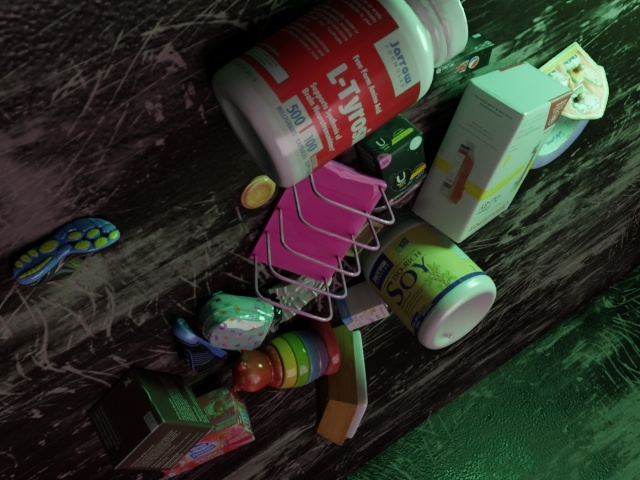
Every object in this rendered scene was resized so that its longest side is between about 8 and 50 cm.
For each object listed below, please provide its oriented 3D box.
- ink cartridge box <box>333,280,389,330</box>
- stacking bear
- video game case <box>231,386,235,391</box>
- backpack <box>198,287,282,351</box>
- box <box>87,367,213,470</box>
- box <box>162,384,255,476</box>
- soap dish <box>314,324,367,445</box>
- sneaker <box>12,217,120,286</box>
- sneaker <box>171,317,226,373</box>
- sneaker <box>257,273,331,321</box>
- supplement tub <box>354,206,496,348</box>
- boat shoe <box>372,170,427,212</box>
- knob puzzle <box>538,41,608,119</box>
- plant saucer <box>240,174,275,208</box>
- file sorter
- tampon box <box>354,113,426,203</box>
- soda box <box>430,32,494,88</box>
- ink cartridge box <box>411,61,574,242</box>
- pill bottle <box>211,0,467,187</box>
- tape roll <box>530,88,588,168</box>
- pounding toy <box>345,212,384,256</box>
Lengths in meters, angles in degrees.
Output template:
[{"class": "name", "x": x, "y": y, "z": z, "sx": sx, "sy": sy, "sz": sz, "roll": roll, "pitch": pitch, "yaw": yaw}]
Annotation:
[{"class": "ink cartridge box", "x": 0.125, "y": 0.178, "z": 1.923, "sx": 0.143, "sy": 0.090, "sz": 0.092, "roll": -22, "pitch": 148, "yaw": 7}, {"class": "stacking bear", "x": -0.106, "y": 0.327, "z": 1.843, "sx": 0.289, "sy": 0.164, "sz": 0.175, "roll": -12, "pitch": 140, "yaw": -31}, {"class": "video game case", "x": -0.338, "y": 0.505, "z": 1.930, "sx": 0.190, "sy": 0.022, "sz": 0.173, "roll": -17, "pitch": 141, "yaw": -34}, {"class": "backpack", "x": -0.191, "y": 0.188, "z": 1.588, "sx": 0.182, "sy": 0.115, "sz": 0.152, "roll": 13, "pitch": 114, "yaw": -32}, {"class": "box", "x": -0.404, "y": 0.432, "z": 1.627, "sx": 0.167, "sy": 0.168, "sz": 0.203, "roll": -45, "pitch": 148, "yaw": 7}, {"class": "box", "x": -0.320, "y": 0.502, "z": 1.785, "sx": 0.257, "sy": 0.123, "sz": 0.128, "roll": -24, "pitch": 140, "yaw": 1}, {"class": "soap dish", "x": 0.053, "y": 0.425, "z": 2.029, "sx": 0.118, "sy": 0.291, "sz": 0.229, "roll": 7, "pitch": 134, "yaw": -9}, {"class": "sneaker", "x": -0.445, "y": 0.021, "z": 1.192, "sx": 0.188, "sy": 0.067, "sz": 0.078, "roll": -32, "pitch": 169, "yaw": -18}, {"class": "sneaker", "x": -0.302, "y": 0.260, "z": 1.608, "sx": 0.090, "sy": 0.081, "sz": 0.232, "roll": -46, "pitch": 150, "yaw": -6}, {"class": "sneaker", "x": -0.073, "y": 0.131, "z": 1.699, "sx": 0.235, "sy": 0.090, "sz": 0.095, "roll": -28, "pitch": -167, "yaw": 6}, {"class": "supplement tub", "x": 0.264, "y": 0.091, "z": 1.772, "sx": 0.241, "sy": 0.331, "sz": 0.241, "roll": -28, "pitch": 146, "yaw": -21}, {"class": "boat shoe", "x": 0.195, "y": -0.114, "z": 1.698, "sx": 0.183, "sy": 0.066, "sz": 0.066, "roll": -30, "pitch": 148, "yaw": -17}, {"class": "knob puzzle", "x": 0.655, "y": -0.391, "z": 1.728, "sx": 0.213, "sy": 0.213, "sz": 0.030, "roll": -34, "pitch": 173, "yaw": -11}, {"class": "plant saucer", "x": -0.129, "y": -0.099, "z": 1.416, "sx": 0.083, "sy": 0.013, "sz": 0.083, "roll": -29, "pitch": 147, "yaw": -21}, {"class": "file sorter", "x": 0.000, "y": 0.000, "z": 1.447, "sx": 0.202, "sy": 0.182, "sz": 0.291, "roll": 20, "pitch": 119, "yaw": -20}, {"class": "tampon box", "x": 0.160, "y": -0.188, "z": 1.533, "sx": 0.120, "sy": 0.101, "sz": 0.161, "roll": -37, "pitch": 148, "yaw": -9}, {"class": "soda box", "x": 0.293, "y": -0.391, "z": 1.473, "sx": 0.169, "sy": 0.053, "sz": 0.060, "roll": -26, "pitch": 146, "yaw": -23}, {"class": "ink cartridge box", "x": 0.421, "y": -0.218, "z": 1.681, "sx": 0.279, "sy": 0.160, "sz": 0.385, "roll": -28, "pitch": 149, "yaw": -43}, {"class": "pill bottle", "x": 0.040, "y": -0.290, "z": 1.159, "sx": 0.407, "sy": 0.229, "sz": 0.229, "roll": -36, "pitch": 148, "yaw": -9}, {"class": "tape roll", "x": 0.630, "y": -0.334, "z": 1.875, "sx": 0.275, "sy": 0.090, "sz": 0.275, "roll": -27, "pitch": 146, "yaw": -20}, {"class": "pounding toy", "x": 0.070, "y": -0.044, "z": 1.642, "sx": 0.130, "sy": 0.100, "sz": 0.141, "roll": -49, "pitch": 159, "yaw": 13}]
